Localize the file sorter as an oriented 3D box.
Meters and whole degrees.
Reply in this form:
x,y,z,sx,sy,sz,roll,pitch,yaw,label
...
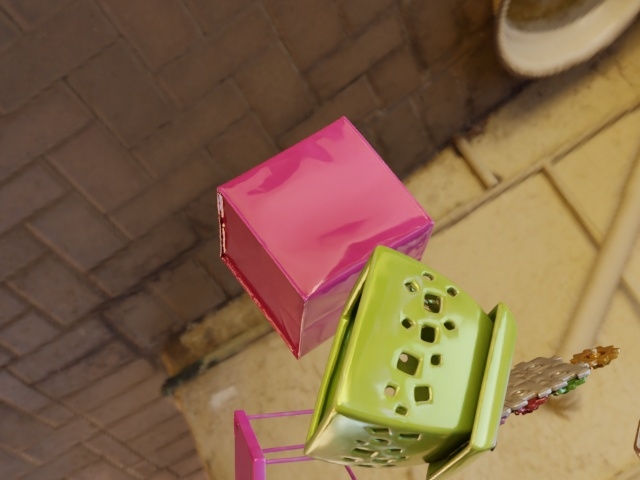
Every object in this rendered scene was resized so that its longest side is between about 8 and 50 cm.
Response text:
x,y,z,sx,sy,sz,roll,pitch,yaw,label
-0.042,0.454,1.742,0.182,0.202,0.291,-3,104,-13,file sorter

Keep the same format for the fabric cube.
x,y,z,sx,sy,sz,roll,pitch,yaw,label
0.000,0.000,1.744,0.258,0.254,0.259,-32,159,-19,fabric cube

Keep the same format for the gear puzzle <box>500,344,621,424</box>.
x,y,z,sx,sy,sz,roll,pitch,yaw,label
0.359,0.250,1.730,0.338,0.044,0.175,-22,-172,-18,gear puzzle

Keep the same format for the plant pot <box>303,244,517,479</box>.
x,y,z,sx,sy,sz,roll,pitch,yaw,label
0.117,0.173,1.292,0.207,0.228,0.227,19,153,-2,plant pot

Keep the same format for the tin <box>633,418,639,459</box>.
x,y,z,sx,sy,sz,roll,pitch,yaw,label
0.600,0.327,1.776,0.106,0.040,0.189,-28,-174,28,tin
